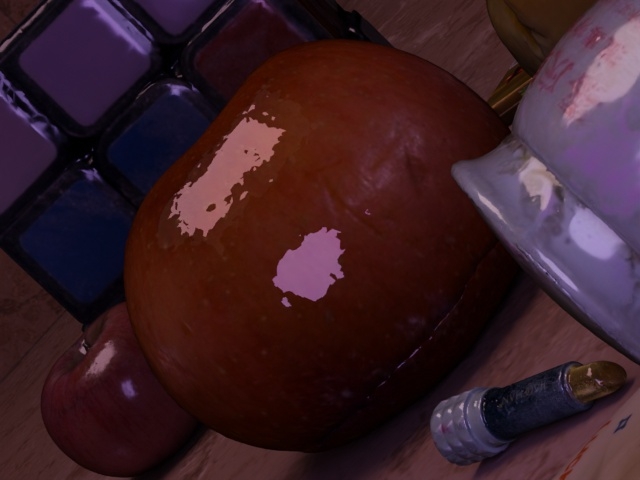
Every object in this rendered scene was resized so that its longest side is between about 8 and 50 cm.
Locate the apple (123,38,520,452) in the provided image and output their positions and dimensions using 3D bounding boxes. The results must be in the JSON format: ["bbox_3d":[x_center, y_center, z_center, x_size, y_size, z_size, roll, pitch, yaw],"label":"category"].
[{"bbox_3d":[0.000,0.000,1.193,0.272,0.206,0.251,-48,6,-7],"label":"apple"}]

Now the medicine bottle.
[{"bbox_3d":[0.149,-0.029,0.829,0.143,0.147,0.147,-46,9,7],"label":"medicine bottle"}]

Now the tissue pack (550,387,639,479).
[{"bbox_3d":[0.161,0.060,0.571,0.196,0.092,0.148,-45,9,3],"label":"tissue pack"}]

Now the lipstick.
[{"bbox_3d":[0.102,0.079,0.929,0.116,0.037,0.037,-30,18,48],"label":"lipstick"}]

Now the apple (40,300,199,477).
[{"bbox_3d":[-0.161,0.130,1.607,0.153,0.120,0.153,-42,16,15],"label":"apple"}]

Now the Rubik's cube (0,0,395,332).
[{"bbox_3d":[-0.134,-0.114,1.791,0.362,0.359,0.363,-42,9,12],"label":"Rubik's cube"}]

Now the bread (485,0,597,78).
[{"bbox_3d":[0.222,-0.244,1.203,0.341,0.210,0.300,-36,18,52],"label":"bread"}]

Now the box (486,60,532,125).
[{"bbox_3d":[0.188,-0.145,1.533,0.133,0.023,0.090,-36,12,46],"label":"box"}]
